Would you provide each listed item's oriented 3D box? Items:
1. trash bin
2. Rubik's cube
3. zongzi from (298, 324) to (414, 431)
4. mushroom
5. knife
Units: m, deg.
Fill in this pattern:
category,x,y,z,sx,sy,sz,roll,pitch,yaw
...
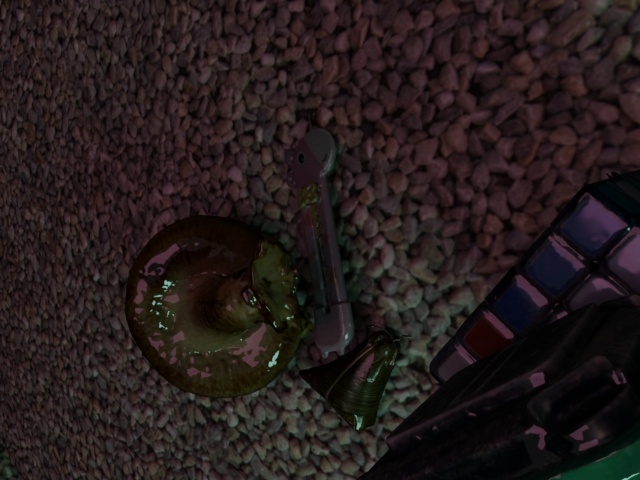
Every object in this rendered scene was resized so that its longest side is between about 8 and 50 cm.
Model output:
category,x,y,z,sx,sy,sz,roll,pitch,yaw
trash bin,0.225,0.274,0.486,0.295,0.259,0.381,-39,77,35
Rubik's cube,0.355,0.118,0.698,0.287,0.292,0.293,46,120,23
zongzi,0.047,0.207,1.085,0.184,0.084,0.187,33,109,40
mushroom,-0.180,0.138,1.097,0.334,0.356,0.331,-21,115,-1
knife,-0.001,0.000,1.074,0.132,0.038,0.398,-20,75,44
